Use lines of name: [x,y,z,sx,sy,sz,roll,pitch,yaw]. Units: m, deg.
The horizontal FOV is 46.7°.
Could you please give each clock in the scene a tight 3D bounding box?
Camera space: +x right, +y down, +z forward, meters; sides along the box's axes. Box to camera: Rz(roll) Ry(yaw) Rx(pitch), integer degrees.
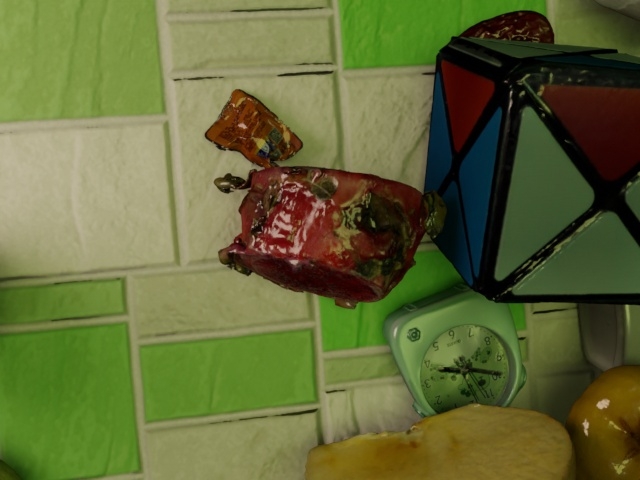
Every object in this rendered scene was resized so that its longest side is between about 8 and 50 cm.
clock: [0.179,0.169,0.949,0.159,0.066,0.211,-18,96,-7]

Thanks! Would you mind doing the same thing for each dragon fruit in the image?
dragon fruit: [0.000,0.000,0.855,0.282,0.211,0.147,6,85,17]

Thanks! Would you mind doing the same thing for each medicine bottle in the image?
medicine bottle: [0.513,0.080,0.972,0.324,0.124,0.179,-8,99,-7]

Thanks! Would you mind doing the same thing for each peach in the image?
peach: [0.375,0.236,0.862,0.179,0.103,0.179,-6,70,17]

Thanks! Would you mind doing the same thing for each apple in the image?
apple: [0.139,0.321,0.853,0.308,0.314,0.252,-10,63,5]

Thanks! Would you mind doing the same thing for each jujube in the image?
jujube: [0.228,-0.246,0.938,0.129,0.077,0.077,-15,95,2]

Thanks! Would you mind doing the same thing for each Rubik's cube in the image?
Rubik's cube: [0.268,-0.086,0.832,0.249,0.246,0.249,2,112,-9]

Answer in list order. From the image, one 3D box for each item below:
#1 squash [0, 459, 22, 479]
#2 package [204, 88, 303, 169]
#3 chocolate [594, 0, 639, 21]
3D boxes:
squash: [-0.446,0.285,0.823,0.247,0.132,0.133,18,90,-10]
package: [-0.081,-0.128,0.910,0.110,0.033,0.077,37,96,-4]
chocolate: [0.404,-0.360,0.919,0.147,0.221,0.221,28,88,10]
